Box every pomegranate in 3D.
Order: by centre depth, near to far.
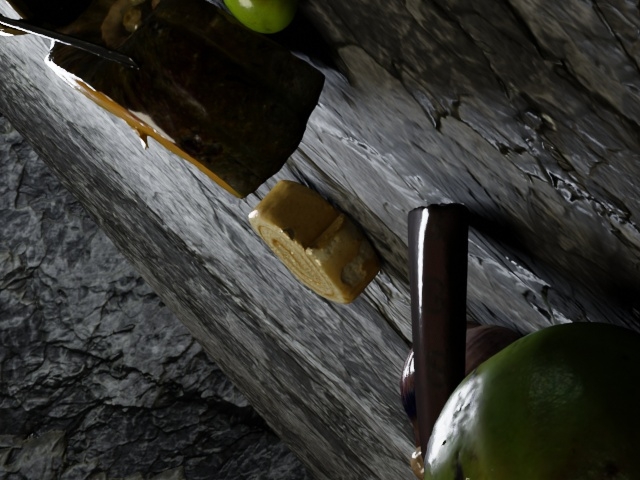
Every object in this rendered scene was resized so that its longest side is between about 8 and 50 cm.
[{"bbox_3d":[0.211,0.185,1.523,0.260,0.260,0.341,47,-165,-4],"label":"pomegranate"}]

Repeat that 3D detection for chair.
[{"bbox_3d":[-0.216,-0.248,1.610,0.247,0.159,0.172,14,150,45],"label":"chair"}]

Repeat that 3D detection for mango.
[{"bbox_3d":[-0.051,-0.204,1.557,0.073,0.056,0.108,51,-179,-8],"label":"mango"}]

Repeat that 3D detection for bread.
[{"bbox_3d":[0.000,0.000,2.074,0.122,0.073,0.149,22,156,53],"label":"bread"}]

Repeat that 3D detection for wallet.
[{"bbox_3d":[0.103,0.081,1.654,0.182,0.049,0.229,180,89,-87],"label":"wallet"}]

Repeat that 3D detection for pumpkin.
[{"bbox_3d":[-0.114,-0.143,1.731,0.222,0.139,0.317,36,175,-33],"label":"pumpkin"}]

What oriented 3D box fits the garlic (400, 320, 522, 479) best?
[{"bbox_3d":[0.166,0.191,1.892,0.245,0.160,0.245,48,162,20],"label":"garlic"}]
